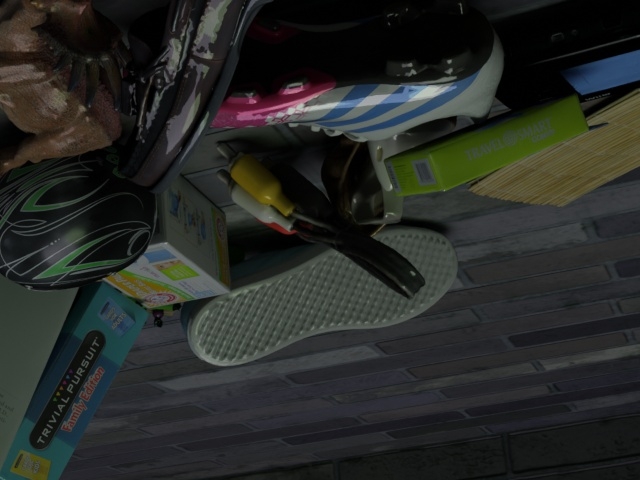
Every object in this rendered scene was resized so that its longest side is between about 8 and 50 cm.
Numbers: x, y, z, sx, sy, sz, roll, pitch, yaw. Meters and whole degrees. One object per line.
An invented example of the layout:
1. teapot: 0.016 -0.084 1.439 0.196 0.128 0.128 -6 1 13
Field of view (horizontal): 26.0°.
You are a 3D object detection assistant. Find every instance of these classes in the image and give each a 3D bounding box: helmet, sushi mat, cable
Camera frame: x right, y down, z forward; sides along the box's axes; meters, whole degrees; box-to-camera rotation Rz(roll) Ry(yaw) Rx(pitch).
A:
1. helmet: -0.266 -0.030 1.410 0.162 0.169 0.169 -9 166 -39
2. sushi mat: 0.319 -0.106 1.562 0.151 0.019 0.316 7 157 -33
3. cable: 0.000 0.000 1.456 0.072 0.287 0.139 -41 145 -10

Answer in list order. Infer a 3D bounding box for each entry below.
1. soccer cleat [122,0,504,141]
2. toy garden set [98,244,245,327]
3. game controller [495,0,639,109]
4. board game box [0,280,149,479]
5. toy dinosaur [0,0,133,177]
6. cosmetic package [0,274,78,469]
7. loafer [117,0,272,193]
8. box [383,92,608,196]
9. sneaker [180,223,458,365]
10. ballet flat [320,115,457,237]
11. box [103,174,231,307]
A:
1. soccer cleat: -0.004 -0.132 1.217 0.331 0.116 0.143 -2 152 10
2. toy garden set: -0.243 0.063 1.832 0.204 0.049 0.244 6 157 -29
3. game controller: 0.314 -0.180 1.288 0.319 0.067 0.166 -13 159 21
4. board game box: -0.376 0.179 1.701 0.079 0.253 0.336 38 155 -27
5. toy dinosaur: -0.223 -0.132 1.181 0.200 0.127 0.295 -7 158 10
6. cosmetic package: -0.429 0.162 1.545 0.156 0.385 0.217 36 139 -26
7. loafer: -0.103 -0.172 1.058 0.095 0.109 0.302 19 122 -20
8. box: 0.159 -0.089 1.267 0.178 0.042 0.109 -22 -174 -19
9. sneaker: -0.010 0.048 1.784 0.366 0.135 0.150 -13 -160 -15
10. ballet flat: 0.070 -0.087 1.395 0.116 0.124 0.342 0 159 -14
11. box: -0.190 -0.004 1.584 0.114 0.103 0.203 -11 159 15
